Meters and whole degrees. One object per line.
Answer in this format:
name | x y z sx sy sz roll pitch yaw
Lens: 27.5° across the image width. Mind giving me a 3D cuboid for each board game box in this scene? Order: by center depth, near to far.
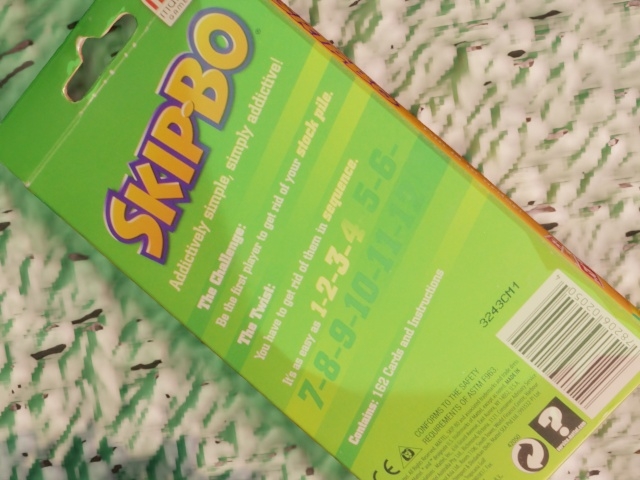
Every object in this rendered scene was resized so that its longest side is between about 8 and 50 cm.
board game box | 0.000 0.000 0.526 0.259 0.039 0.124 41 103 -1
